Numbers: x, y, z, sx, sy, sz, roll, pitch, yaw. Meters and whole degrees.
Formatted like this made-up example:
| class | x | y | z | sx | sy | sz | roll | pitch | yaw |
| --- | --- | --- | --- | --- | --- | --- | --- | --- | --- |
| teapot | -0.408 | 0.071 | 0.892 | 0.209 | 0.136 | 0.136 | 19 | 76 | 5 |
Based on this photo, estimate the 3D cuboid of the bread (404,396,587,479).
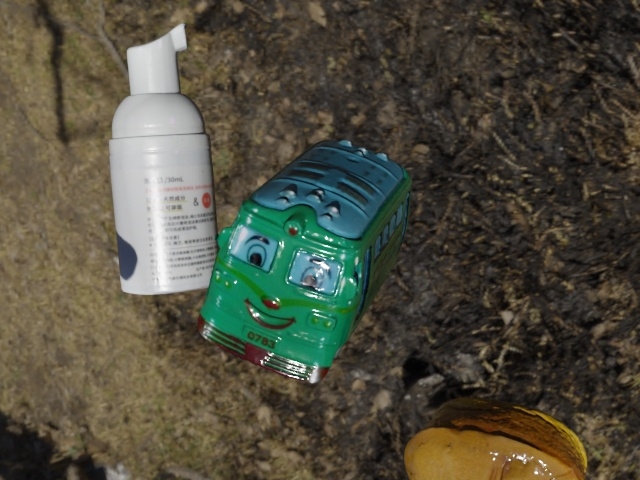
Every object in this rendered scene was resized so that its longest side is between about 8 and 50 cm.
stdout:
| class | x | y | z | sx | sy | sz | roll | pitch | yaw |
| --- | --- | --- | --- | --- | --- | --- | --- | --- | --- |
| bread | 0.264 | 0.345 | 1.141 | 0.270 | 0.142 | 0.195 | 9 | 122 | 28 |

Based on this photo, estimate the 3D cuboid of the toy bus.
| class | x | y | z | sx | sy | sz | roll | pitch | yaw |
| --- | --- | --- | --- | --- | --- | --- | --- | --- | --- |
| toy bus | 0.000 | 0.000 | 0.967 | 0.184 | 0.343 | 0.199 | 21 | 117 | 9 |

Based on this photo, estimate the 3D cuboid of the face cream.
| class | x | y | z | sx | sy | sz | roll | pitch | yaw |
| --- | --- | --- | --- | --- | --- | --- | --- | --- | --- |
| face cream | -0.226 | -0.117 | 1.073 | 0.145 | 0.145 | 0.369 | 1 | 98 | 44 |
